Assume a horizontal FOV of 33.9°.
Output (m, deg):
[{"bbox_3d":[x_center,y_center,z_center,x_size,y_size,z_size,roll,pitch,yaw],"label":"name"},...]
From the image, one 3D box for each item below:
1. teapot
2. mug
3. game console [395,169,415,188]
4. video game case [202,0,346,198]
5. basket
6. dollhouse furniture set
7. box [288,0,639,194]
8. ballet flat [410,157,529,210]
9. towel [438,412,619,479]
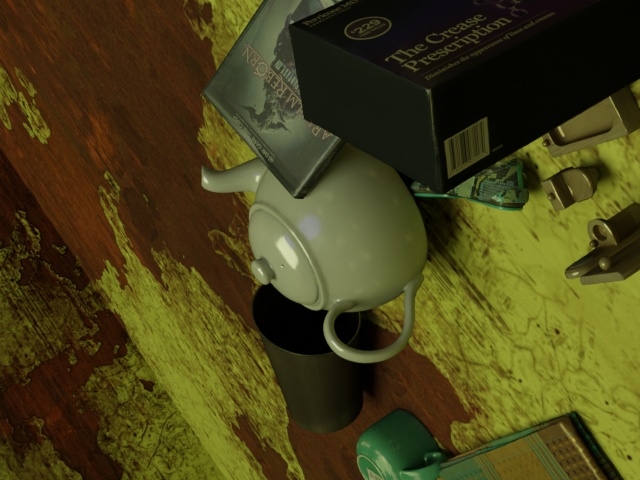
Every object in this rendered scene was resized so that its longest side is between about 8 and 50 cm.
[{"bbox_3d":[0.000,0.000,1.309,0.256,0.187,0.253,19,138,57],"label":"teapot"},{"bbox_3d":[0.121,0.343,1.667,0.129,0.097,0.158,54,155,14],"label":"mug"},{"bbox_3d":[0.032,-0.107,1.417,0.213,0.044,0.361,62,155,-4],"label":"game console"},{"bbox_3d":[-0.005,-0.213,1.200,0.196,0.026,0.274,49,114,24],"label":"video game case"},{"bbox_3d":[-0.006,0.193,1.696,0.204,0.154,0.227,39,151,42],"label":"basket"},{"bbox_3d":[0.244,-0.051,0.978,0.151,0.123,0.144,63,155,-6],"label":"dollhouse furniture set"},{"bbox_3d":[0.133,-0.166,0.899,0.184,0.261,0.103,32,143,46],"label":"box"},{"bbox_3d":[0.169,-0.074,1.188,0.188,0.070,0.070,12,128,56],"label":"ballet flat"},{"bbox_3d":[0.316,0.381,1.415,0.271,0.040,0.370,56,153,8],"label":"towel"}]
